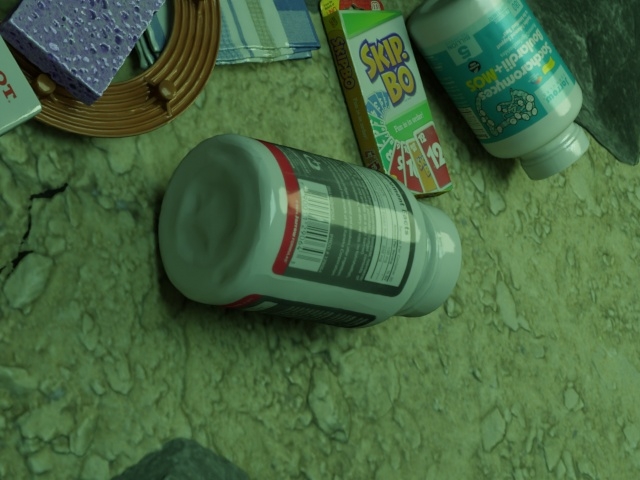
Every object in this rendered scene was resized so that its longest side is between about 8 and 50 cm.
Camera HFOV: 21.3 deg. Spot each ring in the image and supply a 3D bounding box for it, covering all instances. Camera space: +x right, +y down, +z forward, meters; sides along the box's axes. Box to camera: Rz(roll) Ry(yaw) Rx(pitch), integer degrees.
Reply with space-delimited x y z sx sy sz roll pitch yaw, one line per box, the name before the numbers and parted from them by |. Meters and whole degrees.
ring | -0.239 -0.265 1.734 0.336 0.032 0.337 13 66 -33

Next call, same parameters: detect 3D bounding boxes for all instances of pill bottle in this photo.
pill bottle | 0.235 -0.207 2.163 0.264 0.146 0.146 54 44 -16
pill bottle | 0.000 0.000 1.807 0.318 0.176 0.176 12 65 -44

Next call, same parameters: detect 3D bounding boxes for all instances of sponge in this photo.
sponge | -0.222 -0.244 1.698 0.117 0.031 0.210 41 53 -18

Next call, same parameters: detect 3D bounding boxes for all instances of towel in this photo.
towel | -0.125 -0.289 1.902 0.285 0.034 0.209 -13 82 -50

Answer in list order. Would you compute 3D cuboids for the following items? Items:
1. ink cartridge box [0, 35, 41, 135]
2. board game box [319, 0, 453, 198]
ink cartridge box | -0.407 -0.132 1.474 0.278 0.117 0.201 -38 102 -47
board game box | 0.080 -0.176 2.074 0.124 0.039 0.259 -9 78 -49
